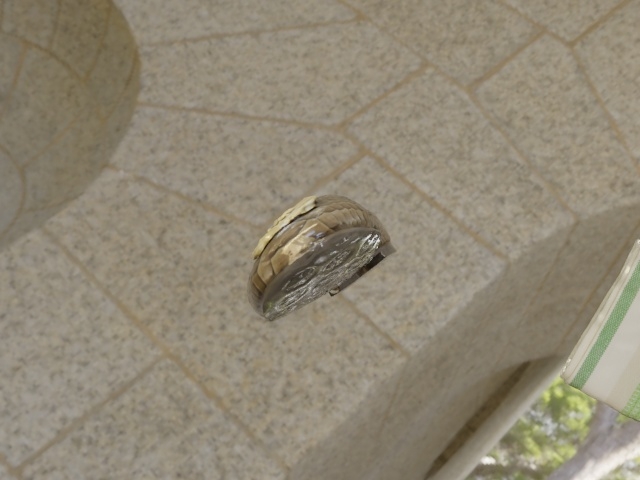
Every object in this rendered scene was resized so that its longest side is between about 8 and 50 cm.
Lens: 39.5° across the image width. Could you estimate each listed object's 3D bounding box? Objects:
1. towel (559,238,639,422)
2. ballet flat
[{"bbox_3d":[0.246,0.075,0.568,0.152,0.023,0.113,25,-72,1],"label":"towel"},{"bbox_3d":[0.000,0.000,0.541,0.058,0.084,0.250,55,10,7],"label":"ballet flat"}]
